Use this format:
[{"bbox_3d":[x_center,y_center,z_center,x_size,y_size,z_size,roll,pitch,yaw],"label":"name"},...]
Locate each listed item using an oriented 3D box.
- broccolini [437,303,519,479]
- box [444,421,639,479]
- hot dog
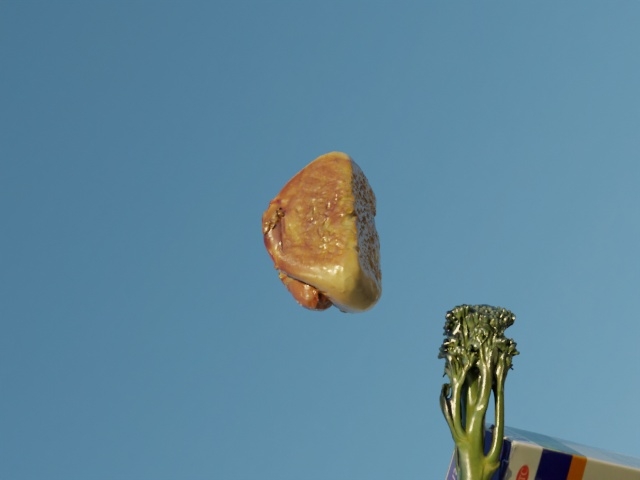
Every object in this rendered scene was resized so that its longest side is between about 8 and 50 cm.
[{"bbox_3d":[0.126,0.252,1.377,0.074,0.078,0.392,54,-133,-75],"label":"broccolini"},{"bbox_3d":[0.265,0.314,1.483,0.299,0.106,0.200,16,-89,-27],"label":"box"},{"bbox_3d":[0.000,0.000,2.103,0.153,0.257,0.150,-19,-42,19],"label":"hot dog"}]
